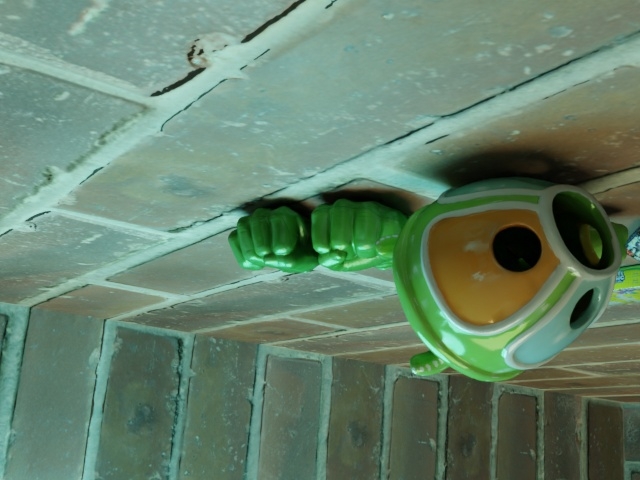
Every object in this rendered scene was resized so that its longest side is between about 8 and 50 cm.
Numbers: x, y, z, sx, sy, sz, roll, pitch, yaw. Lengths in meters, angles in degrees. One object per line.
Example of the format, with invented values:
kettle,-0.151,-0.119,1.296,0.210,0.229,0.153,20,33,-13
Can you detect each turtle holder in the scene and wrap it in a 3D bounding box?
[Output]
turtle holder,0.251,0.045,1.035,0.320,0.243,0.227,24,140,-30

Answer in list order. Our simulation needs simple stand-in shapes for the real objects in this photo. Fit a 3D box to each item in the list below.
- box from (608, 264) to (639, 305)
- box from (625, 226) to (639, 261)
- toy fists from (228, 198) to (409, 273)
box,0.526,0.075,1.440,0.105,0.043,0.179,15,164,-34
box,0.493,0.028,1.179,0.137,0.027,0.094,32,170,13
toy fists,0.000,0.000,1.205,0.279,0.096,0.142,-3,162,30
